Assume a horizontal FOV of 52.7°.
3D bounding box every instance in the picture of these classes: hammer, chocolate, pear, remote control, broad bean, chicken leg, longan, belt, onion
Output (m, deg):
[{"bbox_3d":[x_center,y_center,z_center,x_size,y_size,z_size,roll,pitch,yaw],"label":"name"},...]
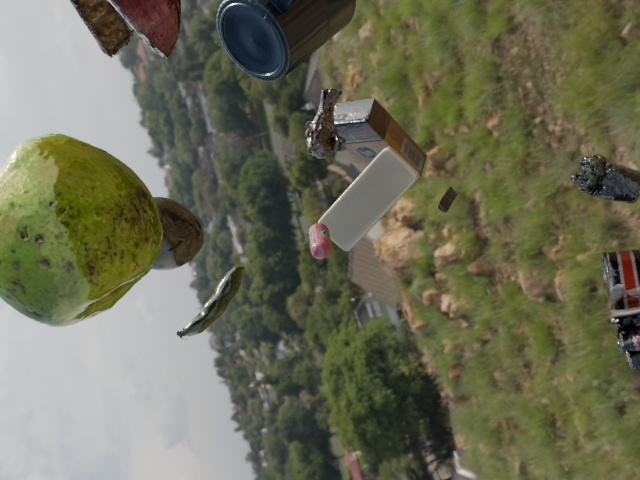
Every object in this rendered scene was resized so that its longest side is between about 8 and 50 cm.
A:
[{"bbox_3d":[0.000,0.000,1.187,0.083,0.043,0.043,-97,-3,-57],"label":"hammer"},{"bbox_3d":[-0.535,-0.557,1.470,0.065,0.102,0.329,21,160,21],"label":"chocolate"},{"bbox_3d":[-0.523,-0.027,1.306,0.391,0.391,0.391,163,90,-79],"label":"pear"},{"bbox_3d":[0.304,-0.098,1.553,0.034,0.091,0.016,48,132,-6],"label":"remote control"},{"bbox_3d":[-0.282,0.170,1.735,0.065,0.254,0.046,34,168,23],"label":"broad bean"},{"bbox_3d":[0.011,-0.333,1.855,0.080,0.125,0.196,9,-104,-64],"label":"chicken leg"},{"bbox_3d":[-0.476,-0.022,1.955,0.248,0.248,0.248,163,90,-79],"label":"longan"},{"bbox_3d":[0.630,0.125,1.303,0.126,0.094,0.359,65,-154,-17],"label":"belt"},{"bbox_3d":[-0.259,-0.361,0.833,0.250,0.111,0.247,46,-179,-27],"label":"onion"}]

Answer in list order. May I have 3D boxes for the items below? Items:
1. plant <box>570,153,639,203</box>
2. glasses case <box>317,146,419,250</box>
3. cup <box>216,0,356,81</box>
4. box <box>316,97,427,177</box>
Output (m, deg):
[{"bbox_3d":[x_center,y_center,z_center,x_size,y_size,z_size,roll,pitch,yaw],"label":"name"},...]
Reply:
[{"bbox_3d":[0.612,-0.128,1.379,0.143,0.092,0.094,24,120,18],"label":"plant"},{"bbox_3d":[0.148,-0.127,2.013,0.144,0.336,0.076,45,-162,2],"label":"glasses case"},{"bbox_3d":[-0.066,-0.564,1.596,0.308,0.292,0.242,5,134,44],"label":"cup"},{"bbox_3d":[0.196,-0.384,2.504,0.264,0.116,0.415,4,158,40],"label":"box"}]
